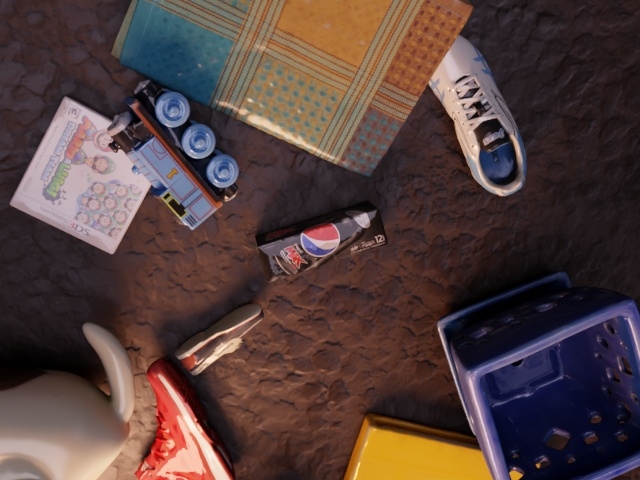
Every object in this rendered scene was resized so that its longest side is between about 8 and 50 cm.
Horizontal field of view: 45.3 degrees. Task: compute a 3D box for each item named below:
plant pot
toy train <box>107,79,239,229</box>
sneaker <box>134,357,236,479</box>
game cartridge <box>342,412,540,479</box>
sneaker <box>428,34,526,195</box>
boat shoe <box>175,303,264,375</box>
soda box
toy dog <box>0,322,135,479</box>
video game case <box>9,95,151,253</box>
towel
[{"bbox_3d":[0.298,0.187,1.048,0.236,0.212,0.236,-22,108,-3],"label":"plant pot"},{"bbox_3d":[-0.181,-0.105,0.943,0.105,0.080,0.184,-43,117,-9],"label":"toy train"},{"bbox_3d":[-0.215,0.277,1.056,0.128,0.087,0.221,-26,107,-3],"label":"sneaker"},{"bbox_3d":[0.152,0.442,1.184,0.285,0.053,0.324,16,104,-13],"label":"game cartridge"},{"bbox_3d":[0.209,-0.167,1.003,0.085,0.086,0.237,-30,106,1],"label":"sneaker"},{"bbox_3d":[-0.132,0.135,1.049,0.137,0.049,0.043,-33,111,3],"label":"boat shoe"},{"bbox_3d":[0.000,0.000,1.027,0.169,0.060,0.053,-18,106,-4],"label":"soda box"},{"bbox_3d":[-0.462,0.231,0.904,0.408,0.284,0.395,32,98,-14],"label":"toy dog"},{"bbox_3d":[-0.294,-0.081,0.977,0.143,0.019,0.157,28,99,-16],"label":"video game case"},{"bbox_3d":[-0.037,-0.256,0.929,0.370,0.040,0.271,23,119,-16],"label":"towel"}]
